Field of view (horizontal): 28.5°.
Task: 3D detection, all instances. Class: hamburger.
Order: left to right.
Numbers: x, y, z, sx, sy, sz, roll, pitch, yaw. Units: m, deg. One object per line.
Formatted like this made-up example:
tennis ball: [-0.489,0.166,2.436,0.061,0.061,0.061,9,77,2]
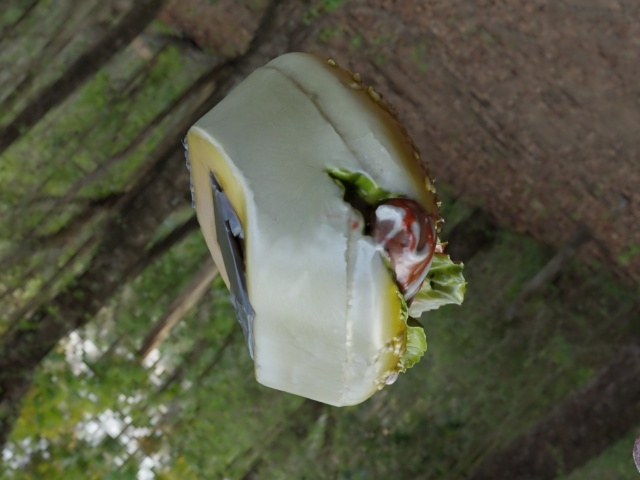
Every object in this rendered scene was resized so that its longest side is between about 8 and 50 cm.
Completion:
hamburger: [0.000,0.000,0.675,0.210,0.116,0.173,93,155,-64]

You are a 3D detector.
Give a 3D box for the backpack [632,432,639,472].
backpack: [0.324,0.165,0.822,0.229,0.139,0.229,29,-176,-2]
